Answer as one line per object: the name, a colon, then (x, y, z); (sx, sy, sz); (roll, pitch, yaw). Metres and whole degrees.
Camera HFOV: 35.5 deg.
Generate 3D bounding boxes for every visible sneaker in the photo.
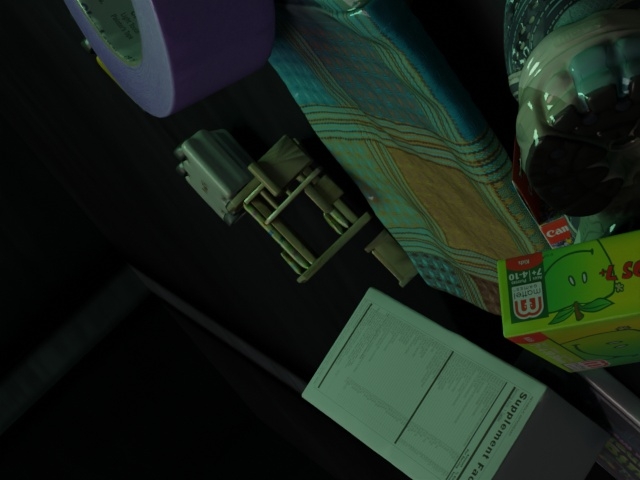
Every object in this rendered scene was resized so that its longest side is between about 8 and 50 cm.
sneaker: (0.165, -0.060, 0.527); (0.283, 0.110, 0.122); (44, -148, -60)

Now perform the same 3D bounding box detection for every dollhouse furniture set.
dollhouse furniture set: (0.000, 0.000, 0.961); (0.182, 0.101, 0.161); (46, -175, 1)

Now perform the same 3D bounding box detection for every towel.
towel: (0.072, -0.060, 0.794); (0.370, 0.040, 0.271); (52, 168, -26)

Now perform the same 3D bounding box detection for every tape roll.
tape roll: (-0.144, -0.233, 0.748); (0.275, 0.090, 0.275); (52, 161, 26)

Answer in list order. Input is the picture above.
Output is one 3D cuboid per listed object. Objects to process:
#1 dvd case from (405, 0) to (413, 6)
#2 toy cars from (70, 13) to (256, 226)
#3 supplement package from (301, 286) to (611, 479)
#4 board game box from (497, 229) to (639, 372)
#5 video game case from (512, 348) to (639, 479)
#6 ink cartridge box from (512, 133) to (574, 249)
dvd case: (0.007, -0.230, 0.611); (0.164, 0.018, 0.221); (44, 165, 5)
toy cars: (-0.147, -0.147, 1.108); (0.176, 0.087, 0.393); (38, 167, 42)
supplement package: (0.125, 0.168, 0.964); (0.134, 0.139, 0.244); (36, 175, -41)
board game box: (0.191, 0.023, 0.494); (0.181, 0.043, 0.092); (-14, 155, 30)
video game case: (0.265, 0.169, 0.950); (0.190, 0.022, 0.173); (41, 164, 15)
ink cartridge box: (0.165, -0.017, 0.660); (0.029, 0.063, 0.115); (-24, 117, 27)
